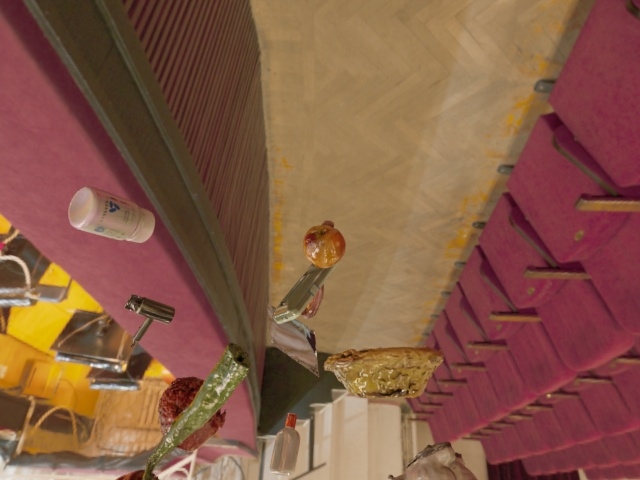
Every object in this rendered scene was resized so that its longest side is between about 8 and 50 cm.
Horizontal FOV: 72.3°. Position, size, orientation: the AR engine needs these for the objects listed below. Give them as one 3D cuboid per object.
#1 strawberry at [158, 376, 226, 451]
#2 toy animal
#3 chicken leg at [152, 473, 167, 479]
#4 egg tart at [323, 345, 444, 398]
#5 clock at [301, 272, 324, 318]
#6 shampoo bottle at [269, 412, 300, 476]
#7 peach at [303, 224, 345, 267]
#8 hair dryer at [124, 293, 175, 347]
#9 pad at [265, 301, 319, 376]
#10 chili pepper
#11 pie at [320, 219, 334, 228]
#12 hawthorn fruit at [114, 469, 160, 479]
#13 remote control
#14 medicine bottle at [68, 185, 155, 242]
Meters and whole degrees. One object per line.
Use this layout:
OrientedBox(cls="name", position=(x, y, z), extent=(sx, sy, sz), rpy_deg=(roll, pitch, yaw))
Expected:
OrientedBox(cls="strawberry", position=(-0.494, 0.643, 1.623), extent=(0.274, 0.274, 0.220), rpy_deg=(-6, 166, 16))
OrientedBox(cls="toy animal", position=(0.347, 0.711, 1.087), extent=(0.257, 0.357, 0.194), rpy_deg=(-39, 131, 15))
OrientedBox(cls="chicken leg", position=(-0.451, 0.737, 1.159), extent=(0.082, 0.177, 0.323), rpy_deg=(10, 115, -33))
OrientedBox(cls="egg tart", position=(0.171, 0.358, 1.180), extent=(0.340, 0.129, 0.341), rpy_deg=(-1, 162, 0))
OrientedBox(cls="clock", position=(-0.052, 0.268, 2.181), extent=(0.056, 0.245, 0.244), rpy_deg=(13, 149, -26))
OrientedBox(cls="shampoo bottle", position=(-0.130, 0.789, 1.704), extent=(0.108, 0.221, 0.051), rpy_deg=(-8, 141, 25))
OrientedBox(cls="peach", position=(0.009, 0.021, 1.404), extent=(0.138, 0.138, 0.138), rpy_deg=(3, 150, 1))
OrientedBox(cls="hair dryer", position=(-0.769, 0.356, 1.867), extent=(0.195, 0.078, 0.248), rpy_deg=(28, 103, -32))
OrientedBox(cls="pad", position=(-0.136, 0.456, 2.053), extent=(0.007, 0.248, 0.367), rpy_deg=(-22, -153, -36))
OrientedBox(cls="chili pepper", position=(-0.278, 0.392, 0.989), extent=(0.359, 0.085, 0.076), rpy_deg=(-54, 148, 5))
OrientedBox(cls="pie", position=(0.000, 0.000, 1.770), extent=(0.049, 0.182, 0.182), rpy_deg=(28, 145, -10))
OrientedBox(cls="hawthorn fruit", position=(-0.651, 0.949, 1.587), extent=(0.224, 0.224, 0.261), rpy_deg=(-7, 158, 17))
OrientedBox(cls="remote control", position=(-0.054, 0.170, 1.605), extent=(0.128, 0.335, 0.066), rpy_deg=(-29, 104, 42))
OrientedBox(cls="medicine bottle", position=(-0.719, -0.081, 1.529), extent=(0.151, 0.152, 0.254), rpy_deg=(-14, 159, 27))
